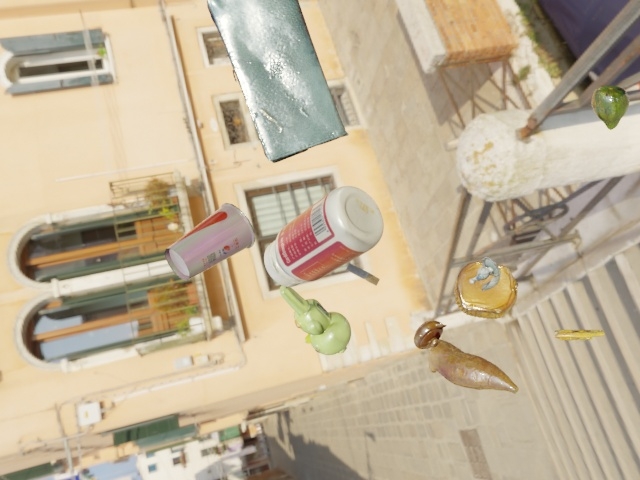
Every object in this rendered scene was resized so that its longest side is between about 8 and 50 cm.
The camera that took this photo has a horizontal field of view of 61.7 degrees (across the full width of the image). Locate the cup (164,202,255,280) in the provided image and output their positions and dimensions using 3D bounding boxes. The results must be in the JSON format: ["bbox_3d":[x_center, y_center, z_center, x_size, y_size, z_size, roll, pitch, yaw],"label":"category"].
[{"bbox_3d":[-0.409,0.012,1.952,0.203,0.288,0.203,28,137,29],"label":"cup"}]

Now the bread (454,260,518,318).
[{"bbox_3d":[0.538,0.168,1.760,0.104,0.199,0.199,70,-177,-69],"label":"bread"}]

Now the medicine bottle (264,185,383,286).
[{"bbox_3d":[0.000,0.000,1.054,0.250,0.131,0.131,-33,66,44],"label":"medicine bottle"}]

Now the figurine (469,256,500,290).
[{"bbox_3d":[0.509,0.106,1.642,0.082,0.086,0.094,45,161,12],"label":"figurine"}]

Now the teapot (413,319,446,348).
[{"bbox_3d":[0.377,0.325,1.829,0.129,0.098,0.078,-52,43,18],"label":"teapot"}]

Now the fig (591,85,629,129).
[{"bbox_3d":[1.042,-0.476,1.936,0.123,0.123,0.156,-119,14,-52],"label":"fig"}]

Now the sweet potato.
[{"bbox_3d":[0.520,0.457,1.861,0.337,0.131,0.131,20,124,48],"label":"sweet potato"}]

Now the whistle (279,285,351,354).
[{"bbox_3d":[-0.025,0.244,1.581,0.141,0.294,0.141,-46,24,27],"label":"whistle"}]

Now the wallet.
[{"bbox_3d":[-0.093,-0.372,1.151,0.046,0.191,0.379,-131,20,-84],"label":"wallet"}]

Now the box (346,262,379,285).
[{"bbox_3d":[0.115,0.092,1.453,0.083,0.053,0.024,28,88,51],"label":"box"}]

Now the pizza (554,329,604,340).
[{"bbox_3d":[0.844,0.313,1.769,0.099,0.160,0.035,88,-178,-79],"label":"pizza"}]
